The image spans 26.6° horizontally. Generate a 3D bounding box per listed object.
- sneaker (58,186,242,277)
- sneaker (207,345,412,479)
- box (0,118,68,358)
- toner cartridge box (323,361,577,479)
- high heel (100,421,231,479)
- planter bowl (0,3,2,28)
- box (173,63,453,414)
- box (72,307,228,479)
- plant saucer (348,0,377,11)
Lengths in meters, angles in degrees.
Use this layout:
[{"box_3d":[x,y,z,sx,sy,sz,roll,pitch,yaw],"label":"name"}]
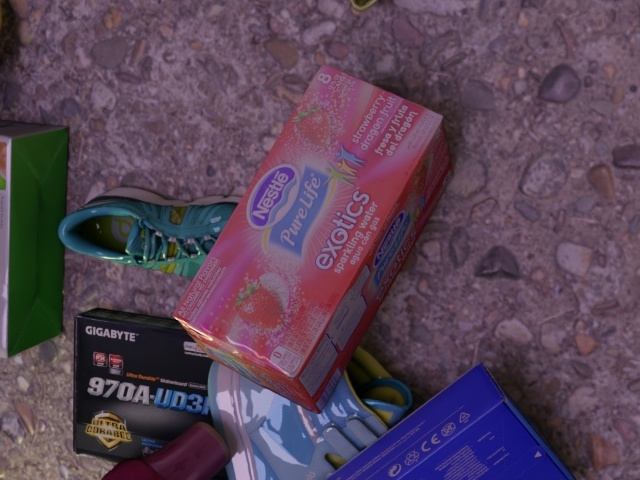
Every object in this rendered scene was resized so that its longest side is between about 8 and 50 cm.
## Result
[{"box_3d":[-0.165,0.004,1.513,0.275,0.110,0.107,5,101,21],"label":"sneaker"},{"box_3d":[0.017,0.253,1.441,0.208,0.127,0.319,-13,101,21],"label":"sneaker"},{"box_3d":[-0.432,-0.016,1.616,0.231,0.127,0.262,9,103,19],"label":"box"},{"box_3d":[0.080,0.294,1.382,0.348,0.075,0.165,-37,121,5],"label":"toner cartridge box"},{"box_3d":[-0.228,0.320,1.483,0.127,0.181,0.377,45,145,10],"label":"high heel"},{"box_3d":[-0.485,-0.254,1.556,0.217,0.090,0.217,-7,63,14],"label":"planter bowl"},{"box_3d":[0.000,0.000,1.348,0.142,0.154,0.300,26,77,17],"label":"box"},{"box_3d":[-0.184,0.180,1.583,0.220,0.051,0.175,8,102,22],"label":"box"},{"box_3d":[0.065,-0.363,1.387,0.188,0.045,0.188,-36,84,24],"label":"plant saucer"}]
